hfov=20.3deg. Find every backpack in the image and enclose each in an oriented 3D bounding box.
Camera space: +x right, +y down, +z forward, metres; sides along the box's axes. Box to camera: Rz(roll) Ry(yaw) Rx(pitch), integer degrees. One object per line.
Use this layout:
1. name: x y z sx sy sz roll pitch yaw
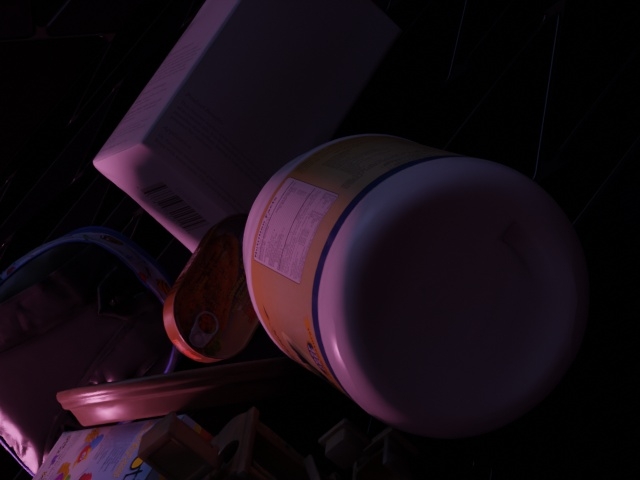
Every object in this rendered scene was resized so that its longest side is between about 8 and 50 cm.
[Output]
1. backpack: -0.288 0.120 2.122 0.263 0.276 0.213 -39 8 16

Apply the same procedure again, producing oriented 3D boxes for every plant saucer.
1. plant saucer: -0.119 0.147 1.757 0.278 0.041 0.278 -9 -4 -1

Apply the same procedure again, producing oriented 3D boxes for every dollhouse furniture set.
1. dollhouse furniture set: -0.032 0.166 1.553 0.161 0.182 0.101 -40 21 25

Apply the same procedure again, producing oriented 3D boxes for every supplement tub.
1. supplement tub: 0.067 0.028 1.533 0.228 0.228 0.316 -50 19 -5

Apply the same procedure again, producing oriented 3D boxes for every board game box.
1. board game box: -0.176 0.272 1.721 0.275 0.142 0.144 -16 38 58

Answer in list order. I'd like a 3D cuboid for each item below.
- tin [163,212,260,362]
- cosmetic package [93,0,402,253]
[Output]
1. tin: -0.108 0.055 2.045 0.040 0.106 0.189 -33 23 56
2. cosmetic package: -0.090 -0.189 2.303 0.156 0.217 0.385 -16 36 57
